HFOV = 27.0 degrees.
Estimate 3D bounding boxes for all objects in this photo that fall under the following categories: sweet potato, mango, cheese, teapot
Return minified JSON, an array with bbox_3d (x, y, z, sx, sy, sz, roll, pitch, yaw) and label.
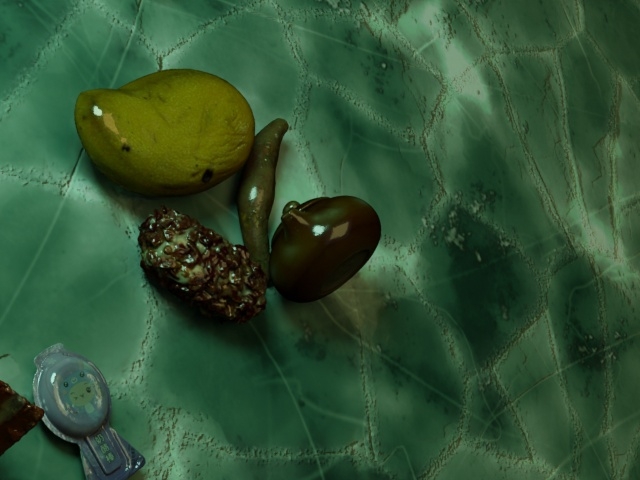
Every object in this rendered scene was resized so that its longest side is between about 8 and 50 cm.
[{"bbox_3d":[-0.089,-0.067,1.931,0.078,0.058,0.255,31,56,-52],"label":"sweet potato"},{"bbox_3d":[-0.213,-0.145,1.809,0.295,0.120,0.177,-9,87,-42],"label":"mango"},{"bbox_3d":[-0.289,0.215,1.636,0.105,0.042,0.191,-34,99,-43],"label":"cheese"},{"bbox_3d":[0.000,0.000,1.910,0.135,0.178,0.252,53,6,15],"label":"teapot"}]

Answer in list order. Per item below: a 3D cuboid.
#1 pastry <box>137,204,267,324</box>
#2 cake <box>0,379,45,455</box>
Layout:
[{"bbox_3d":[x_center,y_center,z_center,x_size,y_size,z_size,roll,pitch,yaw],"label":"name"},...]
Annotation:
[{"bbox_3d":[-0.154,0.037,1.802,0.208,0.097,0.115,36,62,-27],"label":"pastry"},{"bbox_3d":[-0.418,0.199,1.394,0.158,0.262,0.159,36,71,-20],"label":"cake"}]
